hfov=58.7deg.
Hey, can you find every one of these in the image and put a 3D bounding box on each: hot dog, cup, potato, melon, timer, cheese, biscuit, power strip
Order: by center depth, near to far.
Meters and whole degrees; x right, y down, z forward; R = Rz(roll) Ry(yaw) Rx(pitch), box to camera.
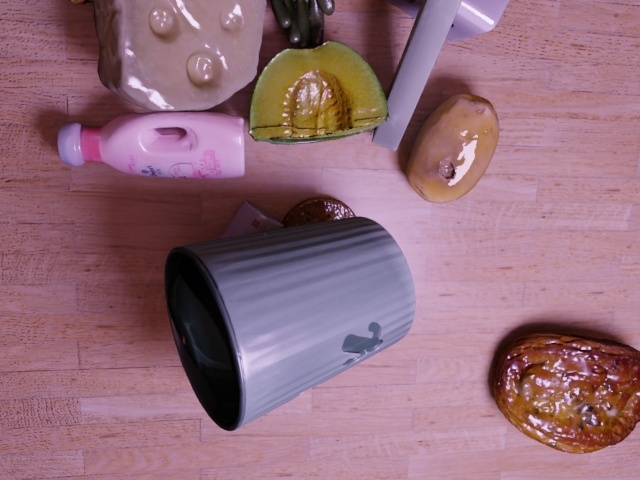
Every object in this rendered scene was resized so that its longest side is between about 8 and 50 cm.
[{"bbox_3d":[-0.244,-0.373,0.977,0.326,0.115,0.318,-50,135,-16],"label":"cheese"},{"bbox_3d":[0.170,-0.315,1.047,0.062,0.091,0.385,18,140,-2],"label":"power strip"},{"bbox_3d":[-0.081,0.130,1.055,0.391,0.400,0.311,-15,89,-30],"label":"cup"},{"bbox_3d":[0.252,-0.513,1.062,0.194,0.192,0.195,25,97,-14],"label":"timer"},{"bbox_3d":[-0.008,-0.283,1.106,0.264,0.129,0.170,-7,91,4],"label":"melon"},{"bbox_3d":[0.275,-0.185,1.170,0.150,0.146,0.234,38,113,25],"label":"potato"},{"bbox_3d":[0.000,0.000,1.215,0.187,0.027,0.188,-3,103,-12],"label":"biscuit"},{"bbox_3d":[0.601,0.348,1.329,0.387,0.174,0.267,12,98,-12],"label":"hot dog"}]

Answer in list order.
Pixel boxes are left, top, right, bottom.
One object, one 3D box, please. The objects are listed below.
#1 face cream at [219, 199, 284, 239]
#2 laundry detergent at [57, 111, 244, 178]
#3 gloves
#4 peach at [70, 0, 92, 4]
[{"bbox_3d":[-0.171,0.032,1.155,0.095,0.096,0.214,32,96,-15],"label":"face cream"},{"bbox_3d":[-0.310,-0.178,1.067,0.334,0.088,0.159,0,143,-7],"label":"laundry detergent"},{"bbox_3d":[-0.052,-0.488,1.054,0.135,0.107,0.268,-6,119,22],"label":"gloves"},{"bbox_3d":[-0.445,-0.536,0.948,0.267,0.154,0.159,39,102,-7],"label":"peach"}]
